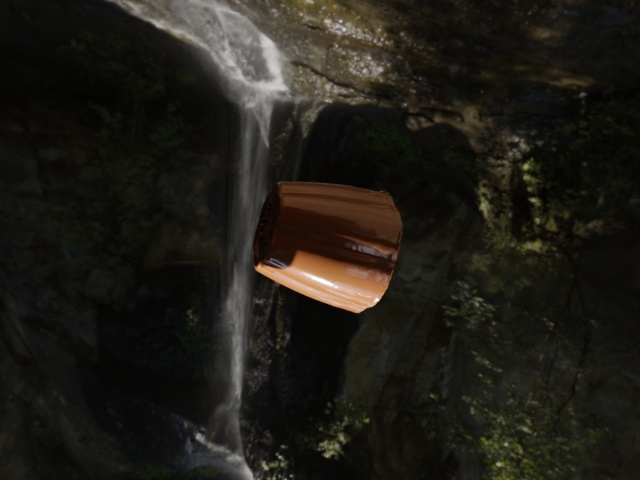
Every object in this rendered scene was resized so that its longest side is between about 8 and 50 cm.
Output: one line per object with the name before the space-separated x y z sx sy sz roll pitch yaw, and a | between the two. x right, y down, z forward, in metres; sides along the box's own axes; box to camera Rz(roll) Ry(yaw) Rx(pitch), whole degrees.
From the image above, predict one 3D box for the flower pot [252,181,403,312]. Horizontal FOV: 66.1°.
flower pot | 0.000 0.000 0.721 0.173 0.191 0.190 13 -161 -22
